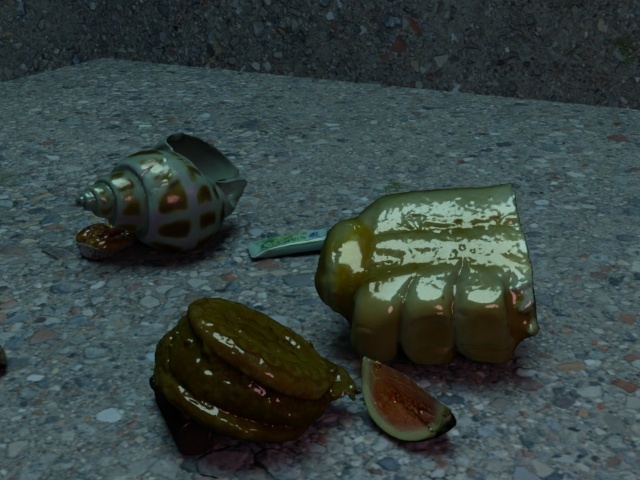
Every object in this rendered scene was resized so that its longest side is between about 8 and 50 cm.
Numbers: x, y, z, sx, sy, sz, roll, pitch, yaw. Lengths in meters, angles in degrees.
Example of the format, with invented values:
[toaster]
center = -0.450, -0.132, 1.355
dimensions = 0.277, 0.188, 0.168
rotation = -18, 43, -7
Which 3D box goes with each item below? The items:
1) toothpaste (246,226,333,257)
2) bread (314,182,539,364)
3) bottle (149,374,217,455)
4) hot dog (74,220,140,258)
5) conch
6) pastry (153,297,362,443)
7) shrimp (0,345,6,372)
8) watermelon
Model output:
[toothpaste]
center = 0.000, 0.000, 1.756
dimensions = 0.297, 0.048, 0.075
rotation = -8, 26, -8
[bread]
center = 0.164, 0.071, 1.363
dimensions = 0.341, 0.210, 0.300
rotation = -6, 44, 3
[bottle]
center = -0.193, 0.227, 1.183
dimensions = 0.060, 0.060, 0.164
rotation = -10, 23, -21
[hot dog]
center = -0.421, -0.013, 1.783
dimensions = 0.108, 0.059, 0.191
rotation = 16, 24, 24
[conch]
center = -0.308, -0.098, 1.734
dimensions = 0.197, 0.249, 0.368
rotation = -27, -21, 21
[pastry]
center = -0.102, 0.177, 1.162
dimensions = 0.240, 0.132, 0.235
rotation = 36, 10, 31
[shrimp]
center = -0.528, 0.188, 1.314
dimensions = 0.126, 0.047, 0.223
rotation = -8, 20, -43
[watermelon]
center = 0.110, 0.231, 1.156
dimensions = 0.069, 0.087, 0.163
rotation = -45, 40, -17
